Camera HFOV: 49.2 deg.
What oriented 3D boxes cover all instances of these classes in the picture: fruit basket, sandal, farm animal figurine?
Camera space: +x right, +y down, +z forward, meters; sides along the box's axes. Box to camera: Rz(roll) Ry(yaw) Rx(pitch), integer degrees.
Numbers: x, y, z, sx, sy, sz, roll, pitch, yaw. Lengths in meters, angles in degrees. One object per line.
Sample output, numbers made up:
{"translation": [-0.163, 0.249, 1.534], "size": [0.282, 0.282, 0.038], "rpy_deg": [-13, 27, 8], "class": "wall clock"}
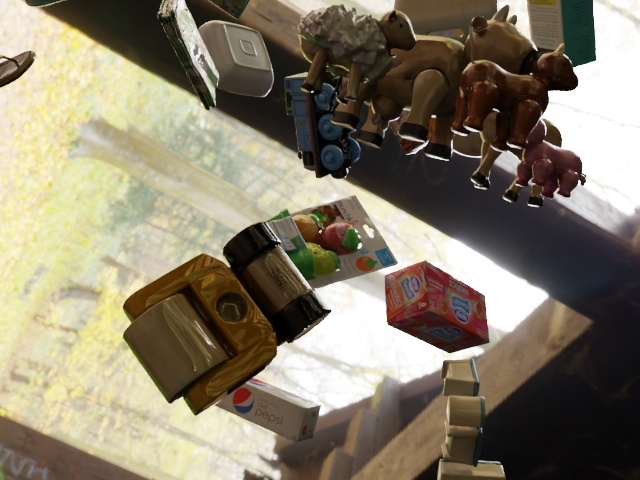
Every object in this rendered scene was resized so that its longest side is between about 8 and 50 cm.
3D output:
{"translation": [0.000, 0.000, 2.022], "size": [0.165, 0.353, 0.327], "rpy_deg": [80, -12, -46], "class": "fruit basket"}
{"translation": [-0.575, -0.290, 1.193], "size": [0.049, 0.180, 0.072], "rpy_deg": [77, -8, -45], "class": "sandal"}
{"translation": [0.165, -0.178, 0.817], "size": [0.330, 0.327, 0.172], "rpy_deg": [28, 80, -71], "class": "farm animal figurine"}

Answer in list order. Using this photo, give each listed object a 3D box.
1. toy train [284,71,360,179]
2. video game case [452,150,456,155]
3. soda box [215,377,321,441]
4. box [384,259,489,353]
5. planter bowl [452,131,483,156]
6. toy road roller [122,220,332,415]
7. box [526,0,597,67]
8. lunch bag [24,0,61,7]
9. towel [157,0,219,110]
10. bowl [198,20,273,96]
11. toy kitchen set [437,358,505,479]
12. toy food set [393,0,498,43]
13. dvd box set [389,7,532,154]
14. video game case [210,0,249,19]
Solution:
{"translation": [0.003, -0.191, 1.144], "size": [0.080, 0.105, 0.184], "rpy_deg": [-30, 120, -49], "class": "toy train"}
{"translation": [0.483, -0.437, 2.209], "size": [0.269, 0.061, 0.244], "rpy_deg": [-56, 169, -25], "class": "video game case"}
{"translation": [-0.111, 0.336, 1.433], "size": [0.069, 0.216, 0.074], "rpy_deg": [13, 92, -62], "class": "soda box"}
{"translation": [0.272, 0.159, 1.616], "size": [0.122, 0.257, 0.128], "rpy_deg": [-23, -127, 37], "class": "box"}
{"translation": [0.345, -0.275, 1.681], "size": [0.109, 0.162, 0.162], "rpy_deg": [-3, -134, 24], "class": "planter bowl"}
{"translation": [-0.161, 0.145, 1.180], "size": [0.329, 0.202, 0.240], "rpy_deg": [-31, 167, -30], "class": "toy road roller"}
{"translation": [0.372, -0.399, 1.096], "size": [0.100, 0.060, 0.244], "rpy_deg": [-127, -159, -64], "class": "box"}
{"translation": [-0.527, -0.608, 1.501], "size": [0.108, 0.279, 0.224], "rpy_deg": [62, 23, -53], "class": "lunch bag"}
{"translation": [-0.175, -0.270, 0.966], "size": [0.023, 0.152, 0.113], "rpy_deg": [-14, -138, 11], "class": "towel"}
{"translation": [-0.150, -0.344, 1.298], "size": [0.053, 0.142, 0.142], "rpy_deg": [-33, -113, 42], "class": "bowl"}
{"translation": [0.296, 0.364, 1.371], "size": [0.166, 0.122, 0.207], "rpy_deg": [-82, 176, -65], "class": "toy kitchen set"}
{"translation": [0.284, -0.548, 1.515], "size": [0.092, 0.220, 0.306], "rpy_deg": [54, 41, -54], "class": "toy food set"}
{"translation": [0.339, -0.474, 1.946], "size": [0.420, 0.307, 0.062], "rpy_deg": [-31, 174, 35], "class": "dvd box set"}
{"translation": [-0.278, -0.829, 2.176], "size": [0.212, 0.193, 0.023], "rpy_deg": [-56, -140, 10], "class": "video game case"}
